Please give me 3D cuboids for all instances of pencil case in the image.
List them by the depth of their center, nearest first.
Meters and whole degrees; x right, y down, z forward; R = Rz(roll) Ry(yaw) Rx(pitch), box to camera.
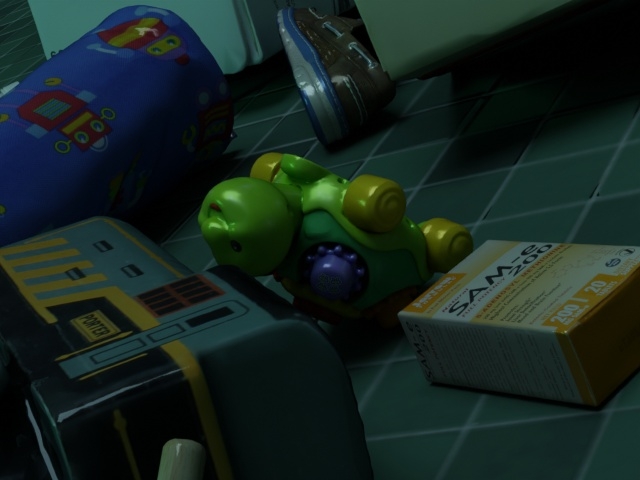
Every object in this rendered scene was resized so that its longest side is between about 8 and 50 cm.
[{"bbox_3d":[-0.175,-0.033,0.975,0.306,0.119,0.133,-47,-14,-45],"label":"pencil case"}]

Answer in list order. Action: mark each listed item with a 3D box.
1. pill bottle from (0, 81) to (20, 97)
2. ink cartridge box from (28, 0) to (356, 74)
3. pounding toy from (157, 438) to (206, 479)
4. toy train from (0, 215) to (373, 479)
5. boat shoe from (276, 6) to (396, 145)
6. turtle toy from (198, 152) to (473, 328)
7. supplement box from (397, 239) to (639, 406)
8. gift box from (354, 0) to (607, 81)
[{"bbox_3d":[-0.303,-0.089,1.342,0.120,0.067,0.067,-30,20,-12],"label":"pill bottle"},{"bbox_3d":[-0.072,-0.229,1.278,0.211,0.121,0.289,-6,21,34],"label":"ink cartridge box"},{"bbox_3d":[-0.026,0.142,0.331,0.130,0.141,0.100,-35,22,-25],"label":"pounding toy"},{"bbox_3d":[-0.113,0.070,0.646,0.190,0.142,0.334,-18,15,-17],"label":"toy train"},{"bbox_3d":[0.014,-0.118,1.058,0.066,0.066,0.183,-20,30,1],"label":"boat shoe"},{"bbox_3d":[0.000,0.000,0.708,0.095,0.130,0.066,16,80,49],"label":"turtle toy"},{"bbox_3d":[0.088,0.031,0.625,0.062,0.036,0.098,-37,23,-31],"label":"supplement box"},{"bbox_3d":[0.143,-0.227,0.911,0.258,0.276,0.255,-23,7,16],"label":"gift box"}]
